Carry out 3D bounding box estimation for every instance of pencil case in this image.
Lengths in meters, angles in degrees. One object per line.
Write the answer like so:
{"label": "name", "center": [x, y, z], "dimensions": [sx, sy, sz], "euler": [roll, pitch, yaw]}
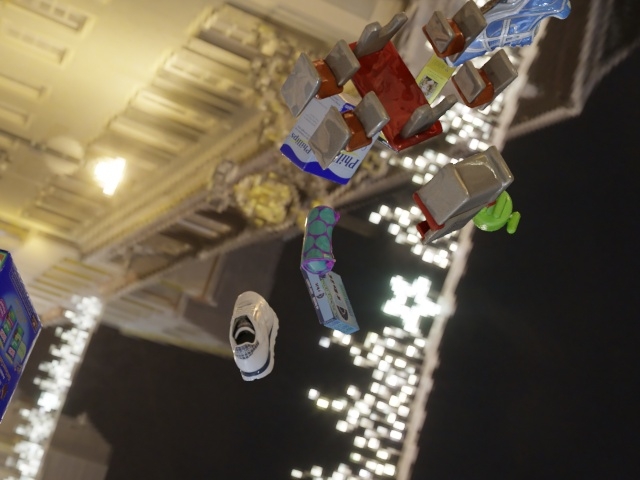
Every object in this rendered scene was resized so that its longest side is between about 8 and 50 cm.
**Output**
{"label": "pencil case", "center": [0.000, 0.000, 2.363], "dimensions": [0.064, 0.070, 0.152], "euler": [83, 9, -49]}

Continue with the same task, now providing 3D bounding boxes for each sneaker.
{"label": "sneaker", "center": [0.253, -0.293, 1.602], "dimensions": [0.211, 0.081, 0.080], "euler": [-34, -164, 44]}
{"label": "sneaker", "center": [-0.139, 0.167, 2.290], "dimensions": [0.090, 0.095, 0.235], "euler": [-23, -145, 8]}

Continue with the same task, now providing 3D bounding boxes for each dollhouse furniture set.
{"label": "dollhouse furniture set", "center": [0.112, -0.139, 1.410], "dimensions": [0.259, 0.262, 0.135], "euler": [61, -29, 12]}

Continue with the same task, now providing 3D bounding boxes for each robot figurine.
{"label": "robot figurine", "center": [0.285, -0.052, 1.935], "dimensions": [0.115, 0.101, 0.067], "euler": [64, 46, -81]}

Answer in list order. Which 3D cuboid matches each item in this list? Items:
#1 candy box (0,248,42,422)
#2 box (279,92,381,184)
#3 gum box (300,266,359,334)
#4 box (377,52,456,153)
{"label": "candy box", "center": [-0.582, 0.200, 1.861], "dimensions": [0.268, 0.122, 0.317], "euler": [90, 13, -58]}
{"label": "box", "center": [0.023, -0.176, 1.940], "dimensions": [0.072, 0.126, 0.137], "euler": [44, -72, 36]}
{"label": "gum box", "center": [0.025, 0.146, 2.894], "dimensions": [0.041, 0.184, 0.157], "euler": [-26, -112, 16]}
{"label": "box", "center": [0.199, -0.286, 2.362], "dimensions": [0.087, 0.058, 0.232], "euler": [-55, 178, -45]}
